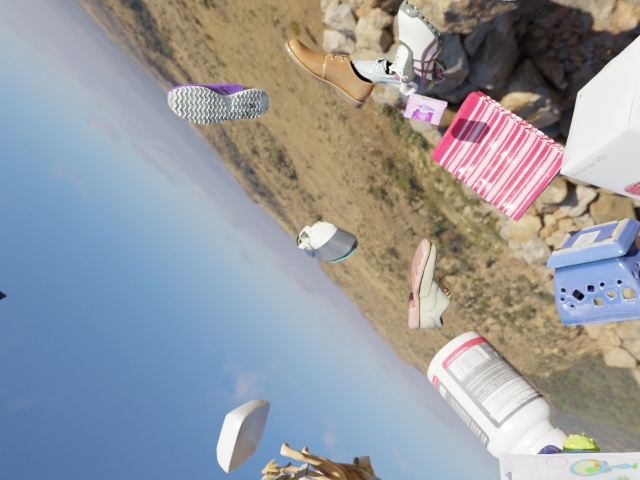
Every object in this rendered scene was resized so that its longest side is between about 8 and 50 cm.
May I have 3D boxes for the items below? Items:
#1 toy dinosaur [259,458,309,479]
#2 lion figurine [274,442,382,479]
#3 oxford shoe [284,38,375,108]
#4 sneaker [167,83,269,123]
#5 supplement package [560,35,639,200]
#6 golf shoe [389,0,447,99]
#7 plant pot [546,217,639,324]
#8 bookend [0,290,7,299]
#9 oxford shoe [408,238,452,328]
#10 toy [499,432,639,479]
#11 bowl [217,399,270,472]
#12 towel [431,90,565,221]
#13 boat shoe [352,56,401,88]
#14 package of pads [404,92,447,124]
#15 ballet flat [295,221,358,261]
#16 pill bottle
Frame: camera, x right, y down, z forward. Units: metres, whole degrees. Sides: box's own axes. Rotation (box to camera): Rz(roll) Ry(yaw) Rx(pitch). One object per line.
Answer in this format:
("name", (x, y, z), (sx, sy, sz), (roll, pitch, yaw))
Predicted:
("toy dinosaur", (-0.124, 0.547, 1.087), (0.112, 0.212, 0.064), (92, 166, -47))
("lion figurine", (0.026, 0.650, 1.312), (0.240, 0.142, 0.392), (15, 168, 20))
("oxford shoe", (0.024, -0.374, 1.035), (0.212, 0.076, 0.076), (29, -141, -16))
("sneaker", (-0.311, -0.409, 1.421), (0.293, 0.102, 0.146), (-8, -151, -32))
("supplement package", (0.573, -0.162, 0.758), (0.293, 0.175, 0.177), (19, 166, 1))
("golf shoe", (0.219, -0.430, 1.132), (0.105, 0.120, 0.273), (54, -174, 29))
("plant pot", (0.777, 0.078, 1.331), (0.236, 0.236, 0.212), (-19, 100, 49))
("bookend", (-0.697, 0.037, 0.921), (0.156, 0.072, 0.157), (52, 166, 30))
("oxford shoe", (0.398, 0.160, 1.735), (0.140, 0.147, 0.396), (-78, -12, -49))
("toy", (0.372, 0.307, 0.668), (0.056, 0.237, 0.136), (-74, -27, -48))
("bowl", (-0.178, 0.430, 1.089), (0.053, 0.142, 0.142), (18, -173, 22))
("towel", (0.418, -0.203, 1.157), (0.275, 0.198, 0.031), (43, -148, 20))
("boat shoe", (0.203, -0.548, 1.551), (0.228, 0.079, 0.081), (12, 157, 2))
("package of pads", (0.228, -0.284, 1.051), (0.083, 0.050, 0.032), (14, -141, -1))
("ballet flat", (0.000, 0.000, 0.902), (0.074, 0.074, 0.203), (44, 166, -14))
("pill bottle", (0.409, 0.376, 1.103), (0.318, 0.176, 0.176), (49, -179, 41))
